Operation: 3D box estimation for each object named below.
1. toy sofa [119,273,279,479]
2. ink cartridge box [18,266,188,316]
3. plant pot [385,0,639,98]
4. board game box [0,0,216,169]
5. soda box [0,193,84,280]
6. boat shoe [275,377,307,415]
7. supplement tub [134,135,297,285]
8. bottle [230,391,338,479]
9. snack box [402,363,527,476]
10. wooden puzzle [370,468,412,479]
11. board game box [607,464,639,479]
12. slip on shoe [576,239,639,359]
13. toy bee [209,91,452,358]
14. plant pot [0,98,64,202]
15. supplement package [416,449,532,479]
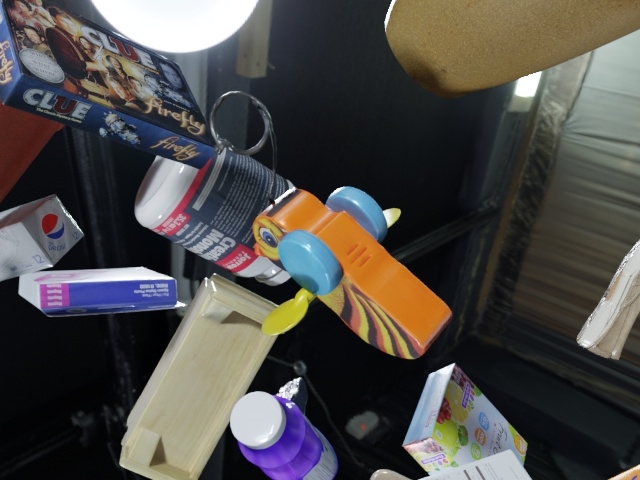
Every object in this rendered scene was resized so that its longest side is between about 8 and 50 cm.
[{"bbox_3d":[-0.218,0.254,1.168,0.150,0.177,0.363,29,-90,-15],"label":"toy sofa"},{"bbox_3d":[-0.536,0.117,1.550,0.324,0.330,0.071,0,-87,-36],"label":"ink cartridge box"},{"bbox_3d":[0.182,-0.250,0.571,0.237,0.254,0.237,17,-122,-30],"label":"plant pot"},{"bbox_3d":[-0.241,-0.180,0.708,0.042,0.165,0.243,-43,-32,23],"label":"board game box"},{"bbox_3d":[-0.558,0.012,1.087,0.091,0.286,0.098,64,-152,-25],"label":"soda box"},{"bbox_3d":[-0.072,0.362,1.365,0.183,0.066,0.066,-51,-60,-78],"label":"boat shoe"},{"bbox_3d":[-0.156,-0.054,1.079,0.272,0.191,0.191,31,-97,-27],"label":"supplement tub"},{"bbox_3d":[-0.051,0.282,0.883,0.092,0.118,0.283,-41,-30,-11],"label":"bottle"},{"bbox_3d":[0.248,0.342,1.056,0.207,0.070,0.174,48,-142,-10],"label":"snack box"},{"bbox_3d":[0.239,0.682,1.304,0.080,0.347,0.322,10,-92,-48],"label":"wooden puzzle"},{"bbox_3d":[0.501,0.538,0.783,0.356,0.356,0.356,-49,9,36],"label":"board game box"},{"bbox_3d":[0.294,0.050,0.594,0.135,0.041,0.051,-62,-19,8],"label":"slip on shoe"},{"bbox_3d":[0.000,0.000,0.669,0.195,0.298,0.162,-19,-10,-25],"label":"toy bee"},{"bbox_3d":[-0.496,-0.165,0.855,0.272,0.272,0.265,49,-121,-54],"label":"plant pot"},{"bbox_3d":[0.152,0.415,0.726,0.262,0.198,0.199,-17,-70,-3],"label":"supplement package"}]
